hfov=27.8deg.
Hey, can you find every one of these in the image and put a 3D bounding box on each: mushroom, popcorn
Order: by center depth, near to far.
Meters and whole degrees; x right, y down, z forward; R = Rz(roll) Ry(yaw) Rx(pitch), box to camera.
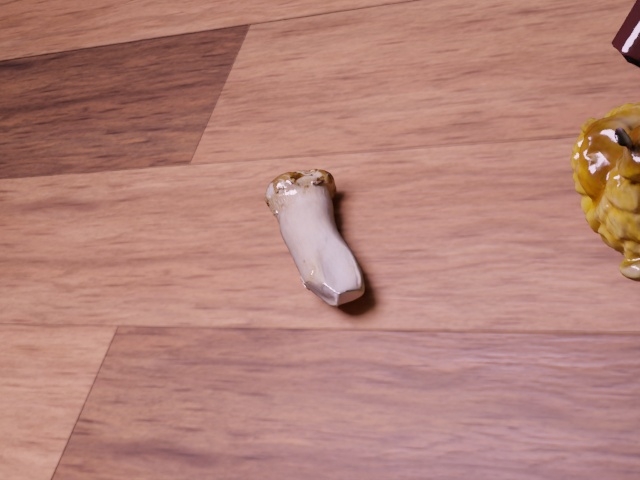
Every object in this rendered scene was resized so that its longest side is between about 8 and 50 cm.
[{"bbox_3d":[0.323,-0.050,1.222,0.140,0.163,0.194,-21,10,-7],"label":"popcorn"},{"bbox_3d":[0.000,0.000,1.453,0.084,0.071,0.209,-11,45,-12],"label":"mushroom"}]

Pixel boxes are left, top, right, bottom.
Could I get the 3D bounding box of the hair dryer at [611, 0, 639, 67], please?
[{"bbox_3d":[0.501,-0.264,1.306,0.340,0.123,0.312,34,101,27],"label":"hair dryer"}]
